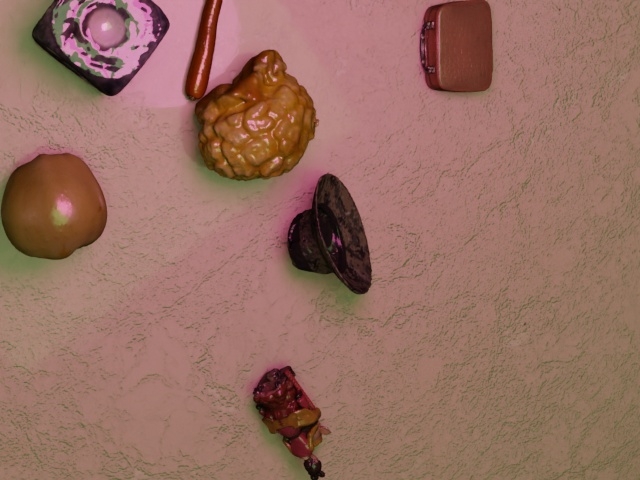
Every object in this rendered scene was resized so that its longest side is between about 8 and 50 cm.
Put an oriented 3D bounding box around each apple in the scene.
[{"bbox_3d":[-0.484,-0.058,1.507,0.200,0.200,0.200,-4,101,-18],"label":"apple"}]

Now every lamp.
[{"bbox_3d":[-0.047,0.392,1.778,0.118,0.118,0.253,-36,108,-9],"label":"lamp"}]

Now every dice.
[{"bbox_3d":[-0.392,-0.377,1.478,0.182,0.183,0.181,39,84,-22],"label":"dice"}]

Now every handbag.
[{"bbox_3d":[0.290,-0.411,1.764,0.151,0.072,0.193,-9,105,-17],"label":"handbag"}]

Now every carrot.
[{"bbox_3d":[-0.222,-0.393,1.608,0.043,0.043,0.248,11,95,-20],"label":"carrot"}]

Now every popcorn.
[{"bbox_3d":[-0.123,-0.239,1.592,0.237,0.206,0.251,-6,91,-4],"label":"popcorn"}]

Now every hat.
[{"bbox_3d":[0.000,0.000,1.702,0.128,0.265,0.265,-15,107,19],"label":"hat"}]
